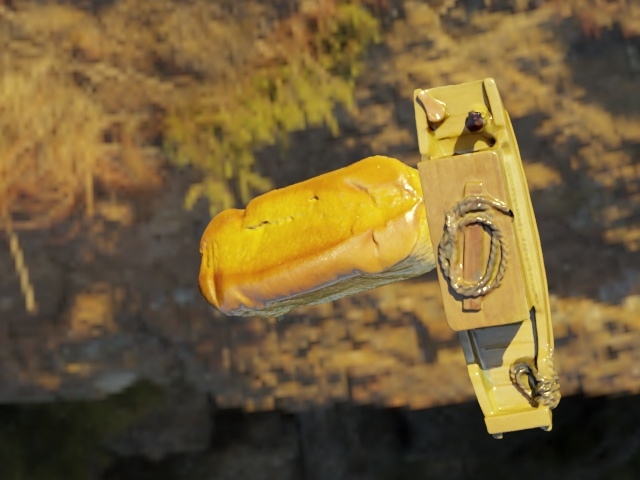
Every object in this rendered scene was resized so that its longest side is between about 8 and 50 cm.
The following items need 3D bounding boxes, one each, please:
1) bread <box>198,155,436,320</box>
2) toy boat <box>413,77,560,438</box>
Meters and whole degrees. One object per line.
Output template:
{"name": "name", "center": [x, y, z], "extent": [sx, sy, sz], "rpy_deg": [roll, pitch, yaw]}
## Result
{"name": "bread", "center": [0.000, 0.000, 1.595], "extent": [0.245, 0.102, 0.094], "rpy_deg": [-17, 164, 36]}
{"name": "toy boat", "center": [0.092, 0.011, 1.033], "extent": [0.057, 0.200, 0.077], "rpy_deg": [-10, -173, 13]}
